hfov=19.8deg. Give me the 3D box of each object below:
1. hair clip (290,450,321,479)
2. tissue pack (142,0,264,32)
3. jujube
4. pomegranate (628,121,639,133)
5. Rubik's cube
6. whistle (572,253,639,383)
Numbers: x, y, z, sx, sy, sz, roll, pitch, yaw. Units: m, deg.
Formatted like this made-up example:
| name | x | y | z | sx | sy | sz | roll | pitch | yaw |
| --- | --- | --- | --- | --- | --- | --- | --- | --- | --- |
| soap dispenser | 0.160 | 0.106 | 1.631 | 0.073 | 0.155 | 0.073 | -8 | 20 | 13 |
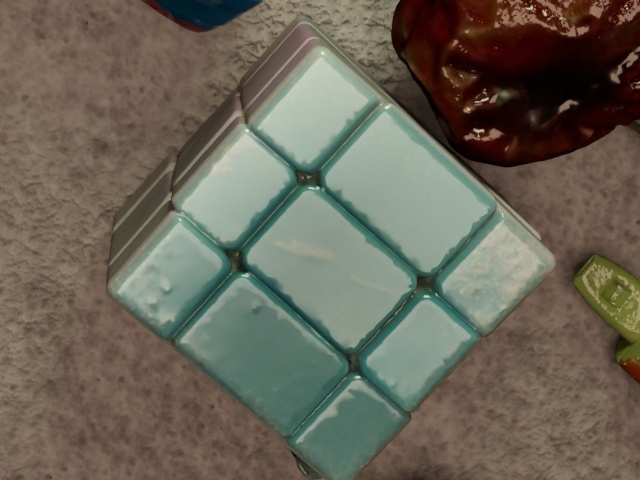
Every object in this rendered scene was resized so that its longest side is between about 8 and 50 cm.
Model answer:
| name | x | y | z | sx | sy | sz | roll | pitch | yaw |
| --- | --- | --- | --- | --- | --- | --- | --- | --- | --- |
| hair clip | 0.067 | 0.146 | 2.022 | 0.048 | 0.083 | 0.275 | 41 | 90 | -6 |
| tissue pack | -0.171 | -0.328 | 1.798 | 0.269 | 0.209 | 0.137 | 35 | 70 | -20 |
| jujube | 0.265 | -0.235 | 1.840 | 0.377 | 0.276 | 0.276 | -31 | 103 | -2 |
| pomegranate | 0.422 | -0.131 | 1.934 | 0.169 | 0.148 | 0.148 | -32 | 102 | 1 |
| Rubik's cube | 0.000 | 0.000 | 1.849 | 0.322 | 0.319 | 0.316 | 43 | 96 | -12 |
| whistle | 0.394 | 0.120 | 2.007 | 0.288 | 0.106 | 0.131 | 40 | 91 | -11 |
